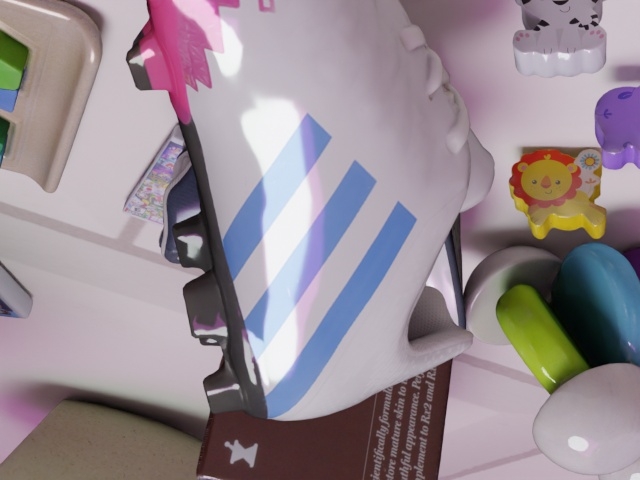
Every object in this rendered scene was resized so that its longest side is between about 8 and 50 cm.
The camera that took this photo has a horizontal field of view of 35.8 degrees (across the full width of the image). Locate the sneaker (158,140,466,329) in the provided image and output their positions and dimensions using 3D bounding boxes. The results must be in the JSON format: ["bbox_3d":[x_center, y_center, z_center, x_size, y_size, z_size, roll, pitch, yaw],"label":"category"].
[{"bbox_3d":[0.000,-0.002,0.573,0.163,0.086,0.226,-7,140,11],"label":"sneaker"}]

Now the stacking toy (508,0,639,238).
[{"bbox_3d":[0.194,-0.058,0.453,0.221,0.052,0.167,1,154,15],"label":"stacking toy"}]

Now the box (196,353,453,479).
[{"bbox_3d":[0.006,0.147,0.791,0.167,0.168,0.203,10,154,3],"label":"box"}]

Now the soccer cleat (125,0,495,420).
[{"bbox_3d":[-0.003,-0.067,0.399,0.143,0.116,0.331,-13,128,-7],"label":"soccer cleat"}]

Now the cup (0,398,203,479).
[{"bbox_3d":[-0.267,0.323,1.137,0.237,0.331,0.331,42,148,-4],"label":"cup"}]

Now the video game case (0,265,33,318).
[{"bbox_3d":[-0.360,0.007,0.816,0.183,0.023,0.201,5,152,12],"label":"video game case"}]

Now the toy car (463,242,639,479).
[{"bbox_3d":[0.189,0.066,0.619,0.136,0.159,0.182,-43,129,17],"label":"toy car"}]

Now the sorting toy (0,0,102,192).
[{"bbox_3d":[-0.237,-0.094,0.549,0.208,0.038,0.193,19,153,-15],"label":"sorting toy"}]

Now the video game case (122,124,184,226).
[{"bbox_3d":[-0.073,-0.030,0.646,0.087,0.011,0.122,20,152,-18],"label":"video game case"}]
